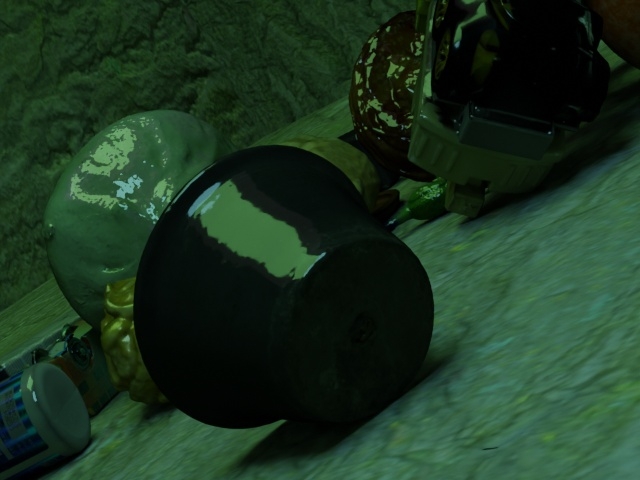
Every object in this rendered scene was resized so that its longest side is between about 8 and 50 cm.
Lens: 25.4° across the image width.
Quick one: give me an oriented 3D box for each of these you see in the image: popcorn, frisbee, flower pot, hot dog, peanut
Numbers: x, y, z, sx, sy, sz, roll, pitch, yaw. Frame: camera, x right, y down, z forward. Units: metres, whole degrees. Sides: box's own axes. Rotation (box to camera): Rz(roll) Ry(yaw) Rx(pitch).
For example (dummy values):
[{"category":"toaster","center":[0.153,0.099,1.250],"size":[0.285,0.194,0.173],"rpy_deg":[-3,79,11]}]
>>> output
[{"category":"popcorn","center":[-0.172,0.093,1.530],"size":[0.163,0.140,0.194],"rpy_deg":[-17,18,31]},{"category":"frisbee","center":[0.000,0.000,1.912],"size":[0.250,0.021,0.251],"rpy_deg":[-29,9,5]},{"category":"flower pot","center":[-0.008,0.051,1.093],"size":[0.235,0.235,0.148],"rpy_deg":[-34,29,-25]},{"category":"hot dog","center":[0.200,-0.215,1.897],"size":[0.267,0.174,0.387],"rpy_deg":[15,30,24]},{"category":"peanut","center":[-0.005,-0.062,1.808],"size":[0.147,0.147,0.305],"rpy_deg":[-32,13,-12]}]

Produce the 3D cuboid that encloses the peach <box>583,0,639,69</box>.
[{"category":"peach","center":[0.390,-0.278,1.590],"size":[0.232,0.232,0.232],"rpy_deg":[-29,8,5]}]

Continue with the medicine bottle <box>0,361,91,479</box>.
[{"category":"medicine bottle","center":[-0.353,0.216,1.530],"size":[0.191,0.107,0.107],"rpy_deg":[-28,9,14]}]

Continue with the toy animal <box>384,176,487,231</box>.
[{"category":"toy animal","center":[0.168,-0.067,1.677],"size":[0.217,0.041,0.075],"rpy_deg":[-25,10,3]}]

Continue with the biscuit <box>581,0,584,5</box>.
[{"category":"biscuit","center":[0.372,-0.325,1.845],"size":[0.332,0.103,0.332],"rpy_deg":[2,13,0]}]

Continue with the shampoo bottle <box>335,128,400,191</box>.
[{"category":"shampoo bottle","center":[0.030,-0.102,2.137],"size":[0.309,0.098,0.071],"rpy_deg":[-25,10,34]}]

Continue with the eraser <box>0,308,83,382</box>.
[{"category":"eraser","center":[-0.318,0.144,1.864],"size":[0.404,0.098,0.096],"rpy_deg":[-36,11,-36]}]

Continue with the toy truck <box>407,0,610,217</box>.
[{"category":"toy truck","center":[0.189,-0.228,1.569],"size":[0.254,0.180,0.405],"rpy_deg":[115,164,-49]}]

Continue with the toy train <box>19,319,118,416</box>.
[{"category":"toy train","center":[-0.285,0.151,1.727],"size":[0.072,0.099,0.188],"rpy_deg":[-23,9,23]}]

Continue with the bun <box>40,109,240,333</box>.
[{"category":"bun","center":[-0.170,-0.007,1.682],"size":[0.293,0.293,0.187],"rpy_deg":[-34,27,-25]}]
